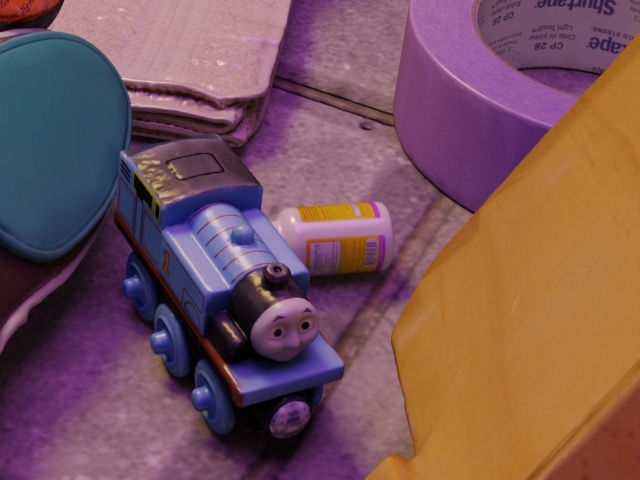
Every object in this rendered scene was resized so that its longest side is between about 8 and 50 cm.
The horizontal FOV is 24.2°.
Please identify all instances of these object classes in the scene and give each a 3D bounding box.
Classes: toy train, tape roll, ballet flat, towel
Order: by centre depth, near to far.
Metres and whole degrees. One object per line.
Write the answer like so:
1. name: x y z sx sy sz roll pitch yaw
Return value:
1. ballet flat: -0.213 0.018 0.786 0.139 0.139 0.400 10 38 3
2. toy train: -0.054 0.025 0.819 0.080 0.105 0.184 -14 43 -25
3. tape roll: 0.192 -0.110 1.046 0.275 0.090 0.274 5 37 -4
4. towel: -0.117 -0.168 1.099 0.187 0.049 0.282 9 38 0

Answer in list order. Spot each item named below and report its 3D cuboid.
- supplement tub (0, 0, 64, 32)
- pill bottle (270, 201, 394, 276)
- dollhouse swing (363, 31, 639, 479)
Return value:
1. supplement tub: -0.237 -0.166 0.953 0.117 0.117 0.190 -27 10 -36
2. pill bottle: 0.000 0.000 0.909 0.083 0.043 0.043 -4 39 -15
3. dollhouse swing: 0.219 0.051 0.605 0.315 0.347 0.305 42 10 4
